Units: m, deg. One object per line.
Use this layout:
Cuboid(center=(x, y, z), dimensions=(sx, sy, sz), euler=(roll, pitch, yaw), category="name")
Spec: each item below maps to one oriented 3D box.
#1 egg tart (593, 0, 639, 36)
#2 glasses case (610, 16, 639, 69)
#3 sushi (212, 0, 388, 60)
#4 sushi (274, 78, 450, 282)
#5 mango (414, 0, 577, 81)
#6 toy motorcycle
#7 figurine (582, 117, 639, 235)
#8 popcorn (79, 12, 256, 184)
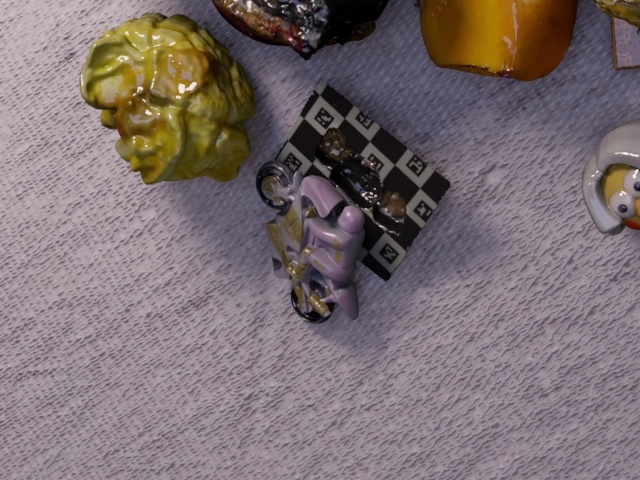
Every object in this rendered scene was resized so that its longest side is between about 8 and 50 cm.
Cuboid(center=(0.378, -0.323, 1.672), dimensions=(0.291, 0.290, 0.107), euler=(27, 141, 9), category="egg tart")
Cuboid(center=(0.460, -0.253, 1.738), dimensions=(0.218, 0.049, 0.075), euler=(-4, 101, 14), category="glasses case")
Cuboid(center=(-0.021, -0.328, 1.759), dimensions=(0.227, 0.215, 0.212), euler=(24, 109, 7), category="sushi")
Cuboid(center=(0.054, -0.082, 1.861), dimensions=(0.215, 0.050, 0.192), euler=(40, 130, 11), category="sushi")
Cuboid(center=(0.221, -0.325, 1.745), dimensions=(0.187, 0.138, 0.257), euler=(13, 98, 26), category="mango")
Cuboid(center=(0.000, 0.000, 1.858), dimensions=(0.152, 0.073, 0.225), euler=(-6, 106, 39), category="toy motorcycle")
Cuboid(center=(0.425, -0.040, 1.739), dimensions=(0.236, 0.133, 0.176), euler=(32, 123, 2), category="figurine")
Cuboid(center=(-0.192, -0.173, 1.825), dimensions=(0.181, 0.217, 0.235), euler=(-31, 79, 20), category="popcorn")
